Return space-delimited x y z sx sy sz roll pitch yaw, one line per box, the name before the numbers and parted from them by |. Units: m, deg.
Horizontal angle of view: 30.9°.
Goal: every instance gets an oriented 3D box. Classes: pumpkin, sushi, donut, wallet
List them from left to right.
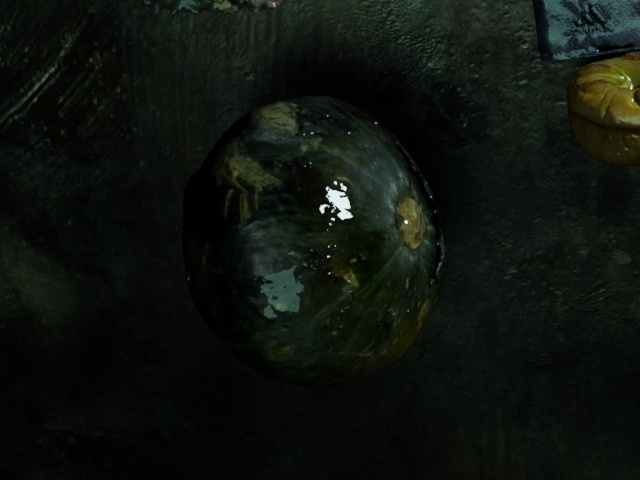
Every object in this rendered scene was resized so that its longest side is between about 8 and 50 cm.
sushi | -0.152 -0.421 1.720 0.241 0.107 0.161 3 120 14
pumpkin | 0.000 0.000 1.740 0.344 0.454 0.454 -20 116 37
wallet | 0.393 -0.323 1.675 0.166 0.030 0.111 -5 116 17
donut | 0.459 -0.188 1.635 0.227 0.226 0.113 1 122 15
